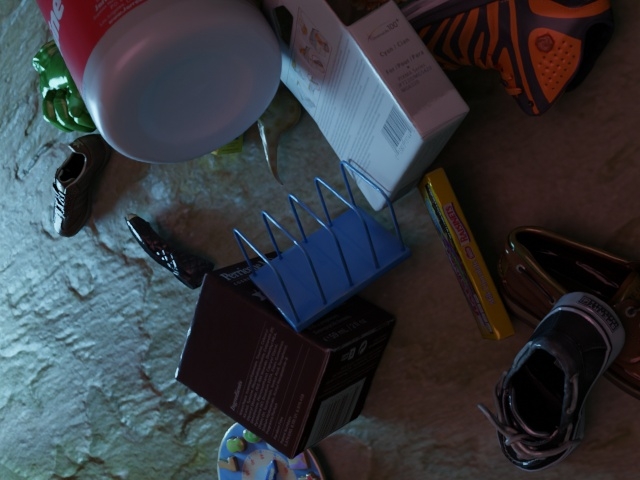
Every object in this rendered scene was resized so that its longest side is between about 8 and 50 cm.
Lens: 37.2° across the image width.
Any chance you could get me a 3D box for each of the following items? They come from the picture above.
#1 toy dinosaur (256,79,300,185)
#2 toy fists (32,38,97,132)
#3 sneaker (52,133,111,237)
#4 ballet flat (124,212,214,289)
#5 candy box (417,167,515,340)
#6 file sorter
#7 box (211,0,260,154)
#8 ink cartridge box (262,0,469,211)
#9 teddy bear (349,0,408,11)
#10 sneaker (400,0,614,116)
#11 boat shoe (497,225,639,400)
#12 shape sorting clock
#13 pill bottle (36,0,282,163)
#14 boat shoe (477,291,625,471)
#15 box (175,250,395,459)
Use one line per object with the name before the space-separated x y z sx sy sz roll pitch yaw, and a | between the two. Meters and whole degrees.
toy dinosaur | -0.073 -0.162 1.255 0.092 0.053 0.183 7 103 -6
toy fists | -0.315 -0.258 1.383 0.279 0.096 0.142 -31 82 32
sneaker | -0.391 -0.085 1.479 0.066 0.071 0.188 37 116 22
ballet flat | -0.228 0.011 1.416 0.173 0.049 0.057 37 162 22
candy box | 0.169 0.019 1.120 0.027 0.105 0.206 -23 85 0
file sorter | 0.000 0.000 1.140 0.118 0.170 0.105 43 160 44
box | -0.140 -0.239 1.294 0.087 0.058 0.232 19 109 29
ink cartridge box | 0.035 -0.184 1.065 0.066 0.296 0.261 -33 83 -12
teddy bear | 0.018 -0.378 1.113 0.337 0.113 0.245 19 87 33
sneaker | 0.177 -0.205 1.059 0.321 0.124 0.180 -21 103 48
boat shoe | 0.322 0.081 1.004 0.307 0.111 0.104 24 147 26
shape sorting clock | -0.072 0.355 1.375 0.206 0.040 0.206 7 102 32
pill bottle | -0.228 -0.309 1.155 0.229 0.229 0.408 -49 56 30
boat shoe | 0.237 0.183 1.034 0.113 0.105 0.306 41 149 19
box | -0.046 0.142 1.240 0.203 0.168 0.167 29 115 25
